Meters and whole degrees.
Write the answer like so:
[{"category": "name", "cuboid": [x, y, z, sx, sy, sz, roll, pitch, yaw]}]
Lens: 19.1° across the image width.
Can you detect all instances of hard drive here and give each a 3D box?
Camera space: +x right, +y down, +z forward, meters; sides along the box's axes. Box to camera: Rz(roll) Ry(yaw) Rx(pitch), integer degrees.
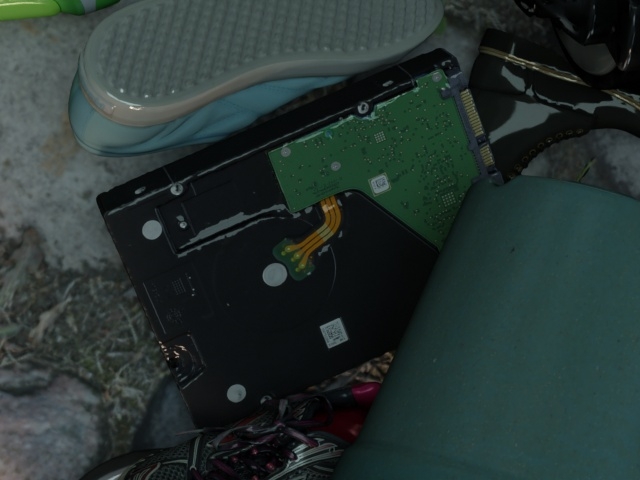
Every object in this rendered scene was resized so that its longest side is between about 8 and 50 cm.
[{"category": "hard drive", "cuboid": [0.000, 0.000, 1.693, 0.339, 0.064, 0.237, -24, 113, -5]}]

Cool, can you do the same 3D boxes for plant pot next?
[{"category": "plant pot", "cuboid": [0.188, 0.144, 1.567, 0.341, 0.341, 0.334, 21, 78, -9]}]

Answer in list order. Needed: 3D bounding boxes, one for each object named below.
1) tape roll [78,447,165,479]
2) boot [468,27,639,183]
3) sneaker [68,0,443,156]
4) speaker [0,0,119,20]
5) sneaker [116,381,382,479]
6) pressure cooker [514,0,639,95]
[{"category": "tape roll", "cuboid": [-0.143, 0.299, 1.709, 0.219, 0.072, 0.219, 0, 92, -8]}, {"category": "boot", "cuboid": [0.219, -0.096, 1.762, 0.198, 0.077, 0.137, 23, 92, 4]}, {"category": "sneaker", "cuboid": [-0.066, -0.166, 1.695, 0.366, 0.150, 0.135, -16, 73, -28]}, {"category": "speaker", "cuboid": [-0.324, -0.243, 1.636, 0.297, 0.131, 0.131, -7, 93, -9]}, {"category": "sneaker", "cuboid": [-0.055, 0.188, 1.630, 0.299, 0.112, 0.121, -19, 62, -46]}, {"category": "pressure cooker", "cuboid": [0.339, -0.306, 1.620, 0.420, 0.370, 0.375, -8, 97, -7]}]
